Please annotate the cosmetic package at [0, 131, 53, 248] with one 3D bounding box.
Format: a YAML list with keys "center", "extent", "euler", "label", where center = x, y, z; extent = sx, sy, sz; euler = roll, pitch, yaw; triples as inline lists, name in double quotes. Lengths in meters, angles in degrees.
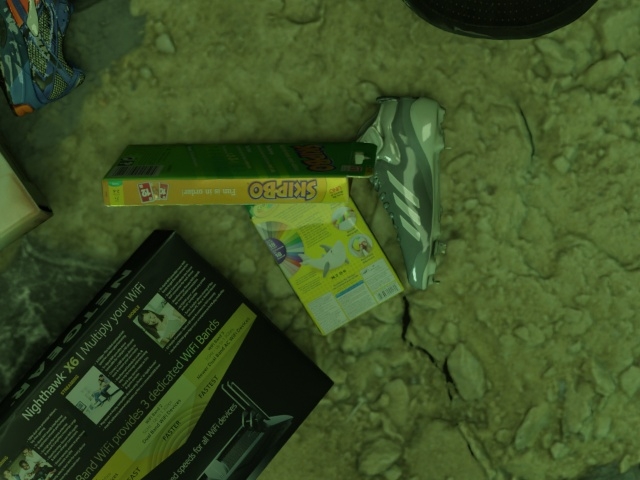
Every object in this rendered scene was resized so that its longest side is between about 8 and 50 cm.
- center: [-0.417, 0.004, 1.356]
  extent: [0.296, 0.153, 0.129]
  euler: [-33, 93, -3]
  label: "cosmetic package"

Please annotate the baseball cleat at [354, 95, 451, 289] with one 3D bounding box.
- center: [0.080, -0.051, 1.484]
  extent: [0.109, 0.072, 0.206]
  euler: [3, 103, 6]
  label: "baseball cleat"

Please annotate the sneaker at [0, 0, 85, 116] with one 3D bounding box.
- center: [-0.286, -0.235, 1.375]
  extent: [0.087, 0.083, 0.221]
  euler: [-16, 115, -16]
  label: "sneaker"

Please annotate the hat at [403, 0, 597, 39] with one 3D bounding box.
- center: [0.149, -0.353, 1.353]
  extent: [0.331, 0.134, 0.331]
  euler: [-1, 93, -19]
  label: "hat"

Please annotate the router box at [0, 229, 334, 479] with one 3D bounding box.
- center: [-0.174, 0.181, 1.455]
  extent: [0.243, 0.081, 0.309]
  euler: [46, 75, -17]
  label: "router box"

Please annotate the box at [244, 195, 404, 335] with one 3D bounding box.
- center: [0.000, 0.000, 1.495]
  extent: [0.105, 0.043, 0.179]
  euler: [-30, 110, 3]
  label: "box"

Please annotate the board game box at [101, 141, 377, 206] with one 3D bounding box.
- center: [-0.075, -0.067, 1.396]
  extent: [0.259, 0.124, 0.039]
  euler: [-3, 109, 6]
  label: "board game box"
